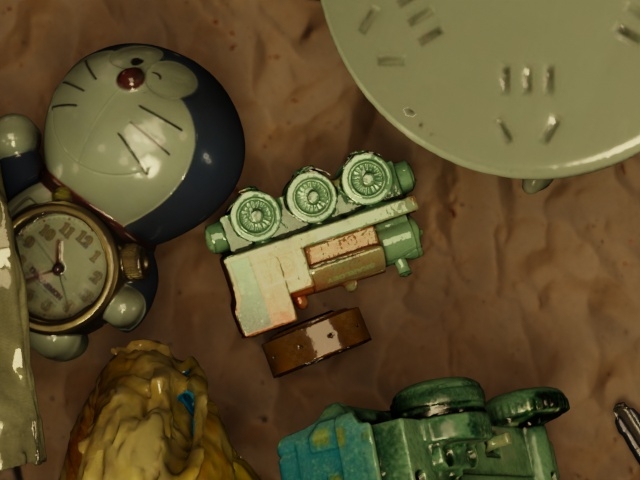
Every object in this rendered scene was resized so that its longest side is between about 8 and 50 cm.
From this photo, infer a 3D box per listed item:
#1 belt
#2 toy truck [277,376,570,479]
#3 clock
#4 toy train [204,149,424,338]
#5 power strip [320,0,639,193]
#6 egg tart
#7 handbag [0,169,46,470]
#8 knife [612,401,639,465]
[{"bbox_3d":[-0.003,0.079,1.476,0.083,0.059,0.036,-22,86,6],"label":"belt"},{"bbox_3d":[0.090,0.190,1.369,0.156,0.279,0.155,-18,75,27],"label":"toy truck"},{"bbox_3d":[-0.168,-0.040,1.435,0.199,0.146,0.243,39,90,16],"label":"clock"},{"bbox_3d":[0.000,0.000,1.477,0.176,0.074,0.118,-17,92,-9],"label":"toy train"},{"bbox_3d":[0.172,-0.207,1.397,0.357,0.161,0.357,3,100,19],"label":"power strip"},{"bbox_3d":[-0.133,0.261,1.303,0.169,0.388,0.387,20,85,-11],"label":"egg tart"},{"bbox_3d":[-0.313,0.058,1.370,0.109,0.316,0.253,-7,87,-48],"label":"handbag"},{"bbox_3d":[0.268,0.184,1.505,0.031,0.018,0.121,-31,86,-7],"label":"knife"}]
